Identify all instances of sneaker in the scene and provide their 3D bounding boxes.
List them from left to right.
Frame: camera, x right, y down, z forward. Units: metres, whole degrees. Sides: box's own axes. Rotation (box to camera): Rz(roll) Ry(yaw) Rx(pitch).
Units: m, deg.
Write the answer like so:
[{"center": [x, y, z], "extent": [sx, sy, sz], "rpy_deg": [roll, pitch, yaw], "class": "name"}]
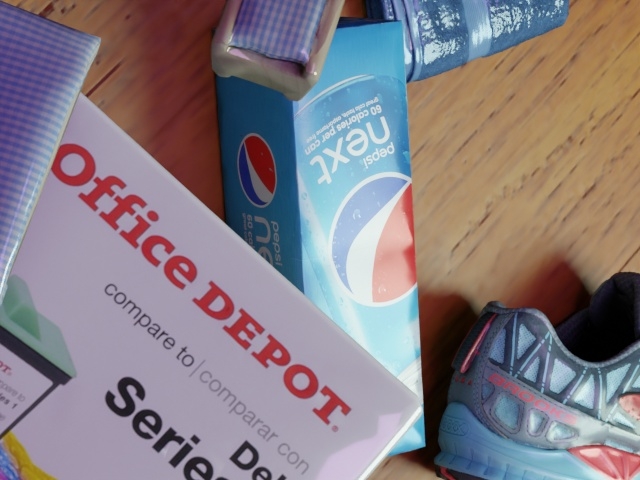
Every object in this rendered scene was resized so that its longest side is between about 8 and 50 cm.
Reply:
[{"center": [0.186, 0.081, 0.985], "extent": [0.262, 0.104, 0.125], "rpy_deg": [4, 93, -34], "class": "sneaker"}]

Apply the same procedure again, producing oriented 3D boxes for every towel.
[{"center": [0.077, -0.125, 0.923], "extent": [0.119, 0.029, 0.067], "rpy_deg": [-23, 110, -29], "class": "towel"}]

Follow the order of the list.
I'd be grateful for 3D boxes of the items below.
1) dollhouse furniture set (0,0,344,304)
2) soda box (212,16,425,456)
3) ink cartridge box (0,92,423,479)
[{"center": [-0.118, -0.097, 0.613], "extent": [0.286, 0.198, 0.303], "rpy_deg": [21, 73, -4], "class": "dollhouse furniture set"}, {"center": [0.000, 0.000, 0.865], "extent": [0.067, 0.071, 0.210], "rpy_deg": [-11, 103, -32], "class": "soda box"}, {"center": [-0.126, 0.106, 0.722], "extent": [0.201, 0.117, 0.278], "rpy_deg": [42, 71, 3], "class": "ink cartridge box"}]
